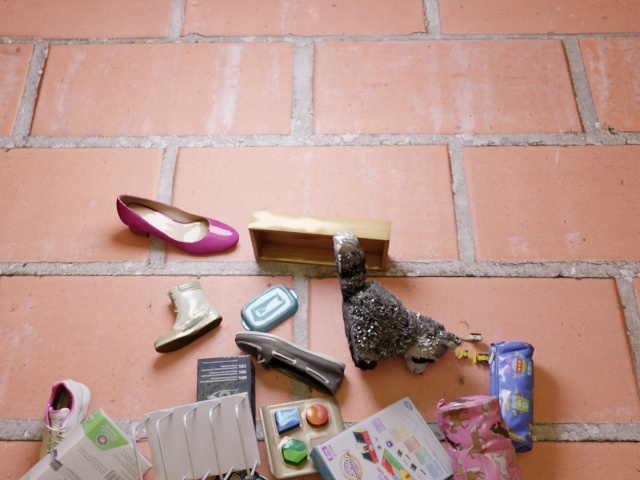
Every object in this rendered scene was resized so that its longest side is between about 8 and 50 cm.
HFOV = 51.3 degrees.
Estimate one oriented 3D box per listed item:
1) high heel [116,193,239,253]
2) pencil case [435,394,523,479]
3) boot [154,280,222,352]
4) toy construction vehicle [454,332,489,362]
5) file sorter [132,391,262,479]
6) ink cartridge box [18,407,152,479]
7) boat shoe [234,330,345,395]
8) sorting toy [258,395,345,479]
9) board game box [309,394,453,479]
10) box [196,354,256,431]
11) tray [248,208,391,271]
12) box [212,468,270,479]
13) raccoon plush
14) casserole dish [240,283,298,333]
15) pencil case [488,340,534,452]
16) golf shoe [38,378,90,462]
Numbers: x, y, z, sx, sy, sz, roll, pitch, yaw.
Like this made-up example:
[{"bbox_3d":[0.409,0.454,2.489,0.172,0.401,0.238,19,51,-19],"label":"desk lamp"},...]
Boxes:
[{"bbox_3d":[-0.445,-0.055,2.069,0.378,0.181,0.127,5,62,4],"label":"high heel"},{"bbox_3d":[0.409,0.579,1.675,0.167,0.160,0.385,-6,77,-28],"label":"pencil case"},{"bbox_3d":[-0.421,0.225,1.981,0.213,0.077,0.165,-29,66,-19],"label":"boot"},{"bbox_3d":[0.438,0.314,1.939,0.098,0.035,0.085,1,73,5],"label":"toy construction vehicle"},{"bbox_3d":[-0.310,0.514,1.668,0.278,0.173,0.192,-12,86,1],"label":"file sorter"},{"bbox_3d":[-0.607,0.603,1.714,0.273,0.115,0.198,-42,105,-19],"label":"ink cartridge box"},{"bbox_3d":[-0.095,0.346,1.889,0.335,0.112,0.095,16,59,6],"label":"boat shoe"},{"bbox_3d":[-0.027,0.554,1.751,0.229,0.041,0.307,-3,48,-17],"label":"sorting toy"},{"bbox_3d":[0.166,0.577,1.732,0.317,0.064,0.242,-20,62,-29],"label":"board game box"},{"bbox_3d":[-0.260,0.434,1.847,0.153,0.108,0.207,-3,63,0],"label":"box"},{"bbox_3d":[0.000,0.000,2.016,0.411,0.202,0.076,6,61,5],"label":"tray"},{"bbox_3d":[-0.225,0.692,1.713,0.175,0.051,0.220,19,62,33],"label":"box"},{"bbox_3d":[0.217,0.176,1.828,0.299,0.446,0.216,-11,29,-5],"label":"raccoon plush"},{"bbox_3d":[-0.155,0.202,2.009,0.188,0.037,0.114,-33,66,-14],"label":"casserole dish"},{"bbox_3d":[0.519,0.419,1.827,0.133,0.119,0.306,20,61,-18],"label":"pencil case"},{"bbox_3d":[-0.707,0.522,1.796,0.115,0.140,0.306,-2,64,0],"label":"golf shoe"}]
